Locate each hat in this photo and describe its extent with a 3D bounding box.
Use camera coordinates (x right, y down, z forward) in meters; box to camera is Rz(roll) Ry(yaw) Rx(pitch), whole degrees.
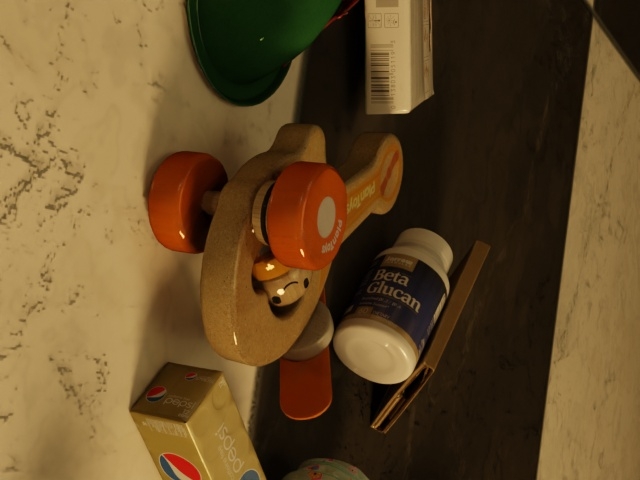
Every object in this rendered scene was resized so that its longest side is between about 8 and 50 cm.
[{"bbox_3d":[0.014,-0.214,0.878,0.173,0.183,0.208,36,64,-57],"label":"hat"}]

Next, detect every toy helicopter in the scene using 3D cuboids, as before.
[{"bbox_3d":[0.000,0.000,0.948,0.355,0.140,0.235,-41,132,-55],"label":"toy helicopter"}]

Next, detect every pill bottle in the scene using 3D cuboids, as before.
[{"bbox_3d":[0.087,0.067,1.156,0.169,0.094,0.094,-59,143,-39],"label":"pill bottle"}]

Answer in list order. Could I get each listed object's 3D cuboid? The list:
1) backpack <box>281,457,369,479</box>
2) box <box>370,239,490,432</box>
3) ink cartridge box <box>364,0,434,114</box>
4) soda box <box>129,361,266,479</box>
[{"bbox_3d":[0.009,0.308,1.027,0.182,0.152,0.115,66,33,-22],"label":"backpack"},{"bbox_3d":[0.130,0.112,1.227,0.201,0.021,0.164,-58,177,-39],"label":"box"},{"bbox_3d":[0.091,-0.243,1.178,0.225,0.056,0.181,-51,140,-73],"label":"ink cartridge box"},{"bbox_3d":[-0.094,0.190,0.884,0.061,0.058,0.181,-55,140,-42],"label":"soda box"}]
